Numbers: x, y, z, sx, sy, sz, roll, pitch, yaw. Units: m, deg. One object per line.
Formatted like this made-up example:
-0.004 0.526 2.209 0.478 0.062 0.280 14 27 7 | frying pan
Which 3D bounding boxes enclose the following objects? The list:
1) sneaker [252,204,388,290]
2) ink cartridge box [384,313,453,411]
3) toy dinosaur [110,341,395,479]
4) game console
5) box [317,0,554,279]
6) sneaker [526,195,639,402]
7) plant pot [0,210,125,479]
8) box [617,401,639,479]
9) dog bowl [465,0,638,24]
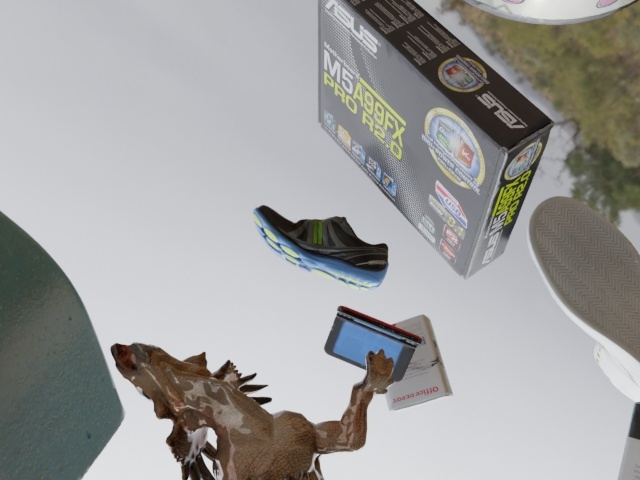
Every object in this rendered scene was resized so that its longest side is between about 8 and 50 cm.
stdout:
0.000 0.000 0.961 0.188 0.078 0.067 22 158 8 | sneaker
0.162 0.223 1.348 0.063 0.109 0.150 34 -142 -64 | ink cartridge box
-0.035 0.196 0.544 0.127 0.200 0.295 -10 -99 -42 | toy dinosaur
0.082 0.171 1.220 0.144 0.085 0.124 21 174 5 | game console
0.096 -0.119 0.759 0.270 0.060 0.216 50 160 25 | box
0.333 0.088 0.875 0.292 0.108 0.169 52 175 10 | sneaker
-0.337 0.102 0.598 0.247 0.252 0.248 3 -153 13 | plant pot
0.282 0.265 0.608 0.100 0.244 0.060 13 170 28 | box
0.272 -0.462 0.830 0.408 0.408 0.150 45 174 1 | dog bowl
